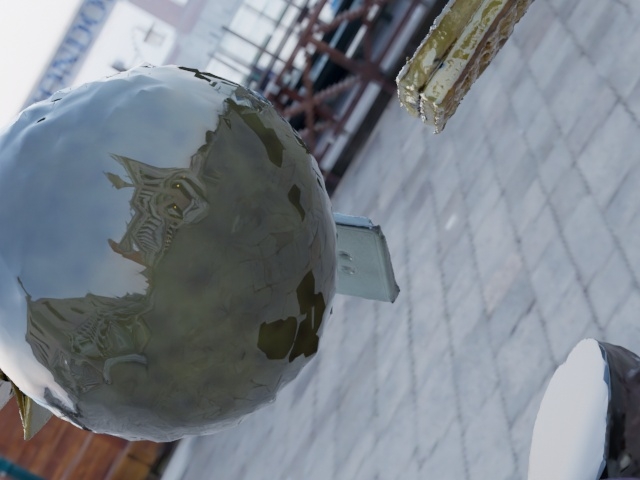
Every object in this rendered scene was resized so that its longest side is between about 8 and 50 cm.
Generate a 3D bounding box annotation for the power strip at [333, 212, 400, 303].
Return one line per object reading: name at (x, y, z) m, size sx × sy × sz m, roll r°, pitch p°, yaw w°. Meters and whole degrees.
power strip at (0.000, 0.000, 1.646) m, size 0.198 × 0.213 × 0.064 m, roll 72°, pitch -148°, yaw -59°

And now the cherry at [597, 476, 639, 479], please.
cherry at (0.334, 0.345, 1.290) m, size 0.266 × 0.213 × 0.183 m, roll -62°, pitch -39°, yaw -69°

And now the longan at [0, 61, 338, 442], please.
longan at (-0.173, 0.010, 1.266) m, size 0.391 × 0.391 × 0.391 m, roll -59°, pitch 9°, yaw 16°

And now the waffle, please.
waffle at (0.230, -0.319, 1.832) m, size 0.308 × 0.091 × 0.213 m, roll -54°, pitch -7°, yaw -3°

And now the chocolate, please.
chocolate at (0.392, 0.271, 1.553) m, size 0.283 × 0.186 × 0.283 m, roll -166°, pitch 90°, yaw -86°

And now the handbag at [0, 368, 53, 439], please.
handbag at (-0.382, 0.038, 1.660) m, size 0.283 × 0.133 × 0.401 m, roll -72°, pitch -11°, yaw -77°
